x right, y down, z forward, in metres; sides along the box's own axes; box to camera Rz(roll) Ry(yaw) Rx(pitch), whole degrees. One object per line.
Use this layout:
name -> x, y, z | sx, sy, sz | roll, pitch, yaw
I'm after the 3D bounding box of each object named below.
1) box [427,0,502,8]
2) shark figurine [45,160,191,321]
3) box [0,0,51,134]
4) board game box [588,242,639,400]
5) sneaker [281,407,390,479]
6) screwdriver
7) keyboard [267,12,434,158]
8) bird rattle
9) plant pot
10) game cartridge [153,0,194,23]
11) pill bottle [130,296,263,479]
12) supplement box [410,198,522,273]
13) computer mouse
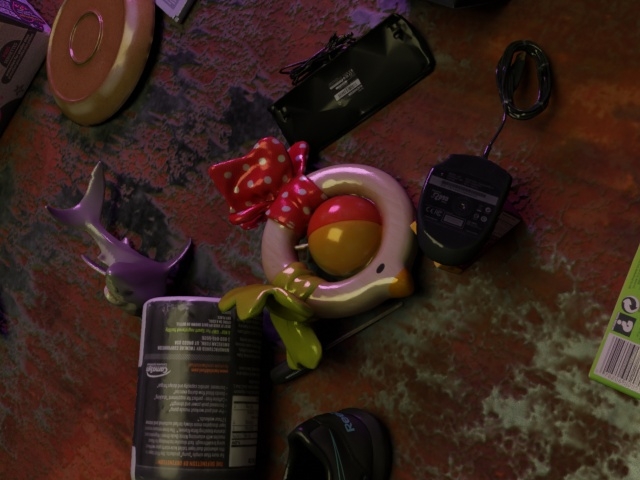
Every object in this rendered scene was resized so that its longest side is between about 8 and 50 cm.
box -> 0.107, -0.318, 0.854 | 0.156, 0.093, 0.158 | 30, 128, 39
shark figurine -> -0.217, 0.016, 1.091 | 0.116, 0.166, 0.278 | -40, 36, -5
box -> -0.537, -0.259, 1.339 | 0.247, 0.163, 0.142 | -53, 58, 17
board game box -> 0.338, 0.096, 0.656 | 0.259, 0.039, 0.124 | 24, 96, 42
sneaker -> -0.010, 0.289, 0.842 | 0.101, 0.106, 0.267 | 3, 83, 37
screwdriver -> 0.017, 0.107, 0.919 | 0.170, 0.024, 0.025 | -28, 94, 23
keyboard -> 0.030, -0.174, 0.968 | 0.192, 0.038, 0.100 | -32, 86, 28
bird rattle -> 0.000, 0.000, 0.913 | 0.207, 0.143, 0.253 | -11, 52, 17
plant pot -> -0.314, -0.277, 1.242 | 0.236, 0.032, 0.236 | -9, 76, 40
game cartridge -> -0.192, -0.326, 1.178 | 0.083, 0.017, 0.056 | 46, 112, 35
pill bottle -> -0.130, 0.187, 0.941 | 0.130, 0.130, 0.245 | -6, 76, 37
supplement box -> 0.135, -0.016, 0.834 | 0.083, 0.043, 0.055 | -44, 56, 21
computer mouse -> 0.149, -0.079, 0.801 | 0.071, 0.041, 0.242 | 23, 68, 15
